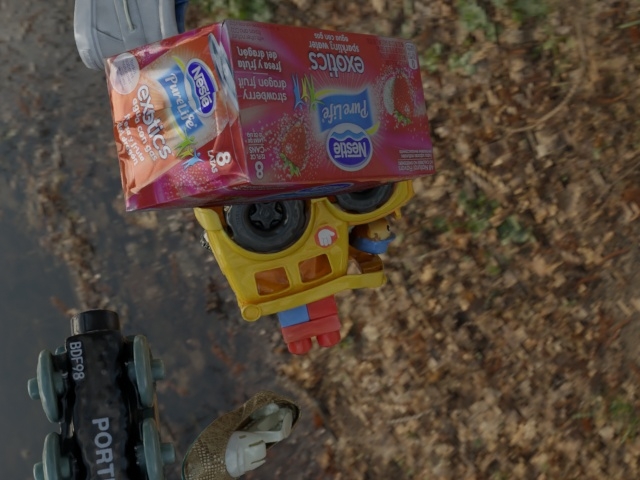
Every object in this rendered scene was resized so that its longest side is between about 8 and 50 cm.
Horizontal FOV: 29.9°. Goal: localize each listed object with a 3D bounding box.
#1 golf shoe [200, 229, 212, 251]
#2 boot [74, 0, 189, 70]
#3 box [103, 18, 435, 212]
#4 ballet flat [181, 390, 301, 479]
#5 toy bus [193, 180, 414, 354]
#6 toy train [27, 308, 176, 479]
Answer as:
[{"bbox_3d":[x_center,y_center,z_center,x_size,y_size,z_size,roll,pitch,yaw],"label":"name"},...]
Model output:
[{"bbox_3d":[-0.099,-0.028,1.575,0.077,0.198,0.094,31,108,-4],"label":"golf shoe"},{"bbox_3d":[-0.199,-0.308,1.318,0.123,0.095,0.258,-7,70,8],"label":"boot"},{"bbox_3d":[-0.032,-0.095,0.954,0.128,0.257,0.122,-11,88,36],"label":"box"},{"bbox_3d":[-0.082,0.225,1.372,0.067,0.206,0.073,-2,109,26],"label":"ballet flat"},{"bbox_3d":[0.000,0.000,1.194,0.220,0.149,0.211,-18,109,-3],"label":"toy bus"},{"bbox_3d":[-0.213,0.243,1.237,0.142,0.190,0.333,-9,67,-6],"label":"toy train"}]
